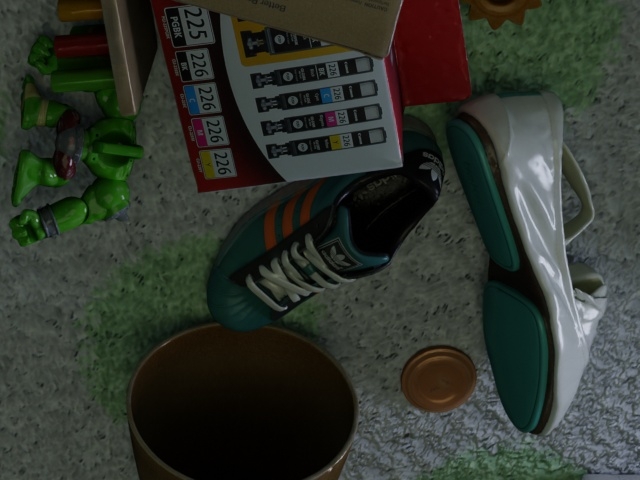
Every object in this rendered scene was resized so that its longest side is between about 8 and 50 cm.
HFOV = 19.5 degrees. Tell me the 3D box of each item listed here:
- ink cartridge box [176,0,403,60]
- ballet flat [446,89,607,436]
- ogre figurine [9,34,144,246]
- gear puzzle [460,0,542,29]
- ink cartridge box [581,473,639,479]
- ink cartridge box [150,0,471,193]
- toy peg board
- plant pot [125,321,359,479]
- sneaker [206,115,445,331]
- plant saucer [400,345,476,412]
[{"bbox_3d":[-0.029,-0.281,1.569,0.234,0.088,0.193,15,120,-5],"label":"ink cartridge box"},{"bbox_3d":[0.231,0.023,1.916,0.139,0.139,0.400,-13,119,2],"label":"ballet flat"},{"bbox_3d":[-0.236,-0.090,1.815,0.118,0.097,0.197,7,73,-14],"label":"ogre figurine"},{"bbox_3d":[0.131,-0.351,1.743,0.175,0.044,0.339,-21,117,14],"label":"gear puzzle"},{"bbox_3d":[0.399,0.354,2.142,0.224,0.056,0.181,2,119,-5],"label":"ink cartridge box"},{"bbox_3d":[-0.010,-0.221,1.729,0.271,0.130,0.309,-8,120,8],"label":"ink cartridge box"},{"bbox_3d":[-0.209,-0.217,1.721,0.079,0.161,0.161,-4,119,5],"label":"toy peg board"},{"bbox_3d":[-0.092,0.256,1.965,0.237,0.237,0.254,3,132,-7],"label":"plant pot"},{"bbox_3d":[0.000,0.000,1.875,0.302,0.121,0.108,-41,114,16],"label":"sneaker"},{"bbox_3d":[0.129,0.153,2.030,0.083,0.013,0.083,-2,118,-3],"label":"plant saucer"}]
